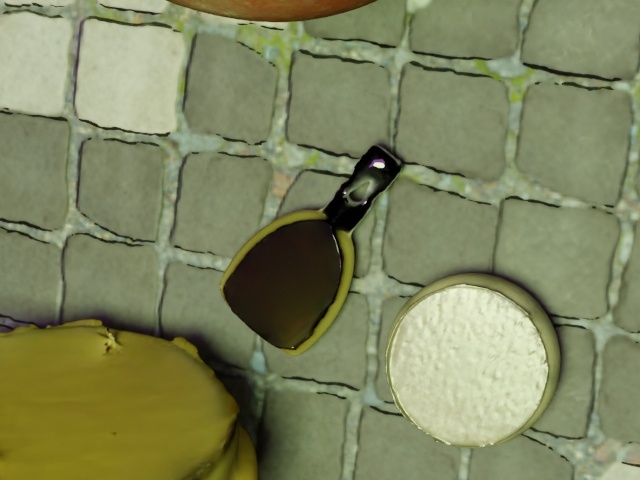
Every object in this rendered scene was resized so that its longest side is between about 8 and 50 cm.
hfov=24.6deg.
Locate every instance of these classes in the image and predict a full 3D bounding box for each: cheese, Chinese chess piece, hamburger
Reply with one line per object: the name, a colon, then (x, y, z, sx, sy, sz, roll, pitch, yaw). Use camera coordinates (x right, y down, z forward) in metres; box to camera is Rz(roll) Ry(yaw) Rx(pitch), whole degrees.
cheese: (0.000, 0.000, 1.047, 0.086, 0.036, 0.162, 41, 107, 12)
Chinese chess piece: (0.105, 0.083, 1.017, 0.122, 0.051, 0.122, 2, 96, 17)
hamburger: (-0.175, 0.209, 1.026, 0.276, 0.276, 0.236, 7, 118, 17)

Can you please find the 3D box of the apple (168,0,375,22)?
apple: (-0.019, -0.303, 0.880, 0.349, 0.277, 0.348, 3, 96, 33)
